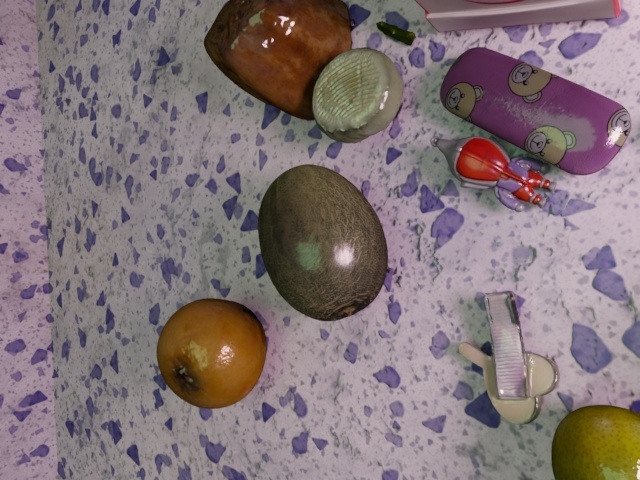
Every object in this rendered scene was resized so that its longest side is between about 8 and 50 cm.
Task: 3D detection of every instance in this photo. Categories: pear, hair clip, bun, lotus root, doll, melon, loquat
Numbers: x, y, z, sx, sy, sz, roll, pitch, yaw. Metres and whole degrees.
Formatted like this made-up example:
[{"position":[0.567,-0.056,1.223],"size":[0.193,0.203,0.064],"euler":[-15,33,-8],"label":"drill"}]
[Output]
[{"position":[0.412,0.327,0.619],"size":[0.180,0.216,0.166],"euler":[34,114,-2],"label":"pear"},{"position":[0.313,0.199,0.785],"size":[0.159,0.071,0.219],"euler":[-15,74,38],"label":"hair clip"},{"position":[0.080,-0.288,0.939],"size":[0.195,0.118,0.195],"euler":[-4,82,32],"label":"bun"},{"position":[-0.107,-0.463,1.030],"size":[0.316,0.250,0.316],"euler":[-12,72,40],"label":"lotus root"},{"position":[0.293,-0.130,0.803],"size":[0.227,0.075,0.102],"euler":[30,93,23],"label":"doll"},{"position":[0.000,0.000,0.916],"size":[0.248,0.248,0.329],"euler":[-37,65,30],"label":"melon"},{"position":[-0.259,0.267,1.096],"size":[0.263,0.263,0.263],"euler":[-1,88,37],"label":"loquat"}]

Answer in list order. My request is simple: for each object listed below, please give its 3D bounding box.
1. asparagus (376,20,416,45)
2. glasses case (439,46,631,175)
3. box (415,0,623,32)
[{"position":[0.156,-0.429,0.944],"size":[0.108,0.021,0.025],"euler":[41,108,31],"label":"asparagus"},{"position":[0.343,-0.222,0.766],"size":[0.316,0.076,0.123],"euler":[39,111,30],"label":"glasses case"},{"position":[0.289,-0.525,0.673],"size":[0.312,0.300,0.314],"euler":[14,97,35],"label":"box"}]
